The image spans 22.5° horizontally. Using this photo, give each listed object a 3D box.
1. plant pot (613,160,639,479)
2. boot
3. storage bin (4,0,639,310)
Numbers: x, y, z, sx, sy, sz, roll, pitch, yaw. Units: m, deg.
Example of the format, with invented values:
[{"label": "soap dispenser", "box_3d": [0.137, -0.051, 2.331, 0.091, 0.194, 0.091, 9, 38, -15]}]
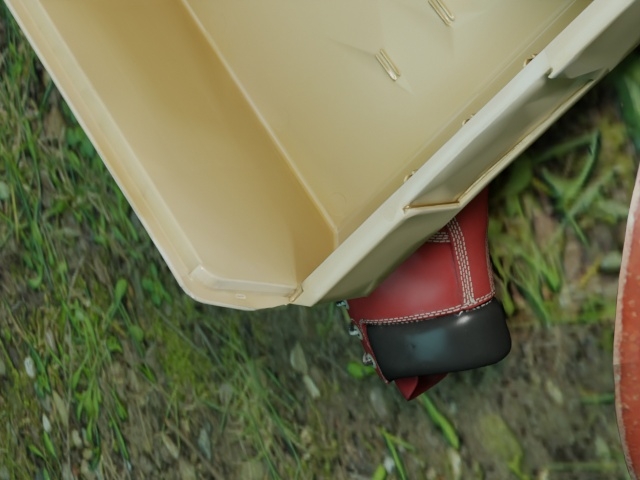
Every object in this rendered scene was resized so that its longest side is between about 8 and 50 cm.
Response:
[{"label": "plant pot", "box_3d": [0.262, 0.006, 0.416, 0.265, 0.272, 0.272, 22, 124, 36]}, {"label": "boot", "box_3d": [0.000, 0.000, 0.898, 0.244, 0.088, 0.176, 9, 115, 47]}, {"label": "storage bin", "box_3d": [-0.002, -0.142, 0.726, 0.262, 0.123, 0.260, -44, 68, 31]}]
